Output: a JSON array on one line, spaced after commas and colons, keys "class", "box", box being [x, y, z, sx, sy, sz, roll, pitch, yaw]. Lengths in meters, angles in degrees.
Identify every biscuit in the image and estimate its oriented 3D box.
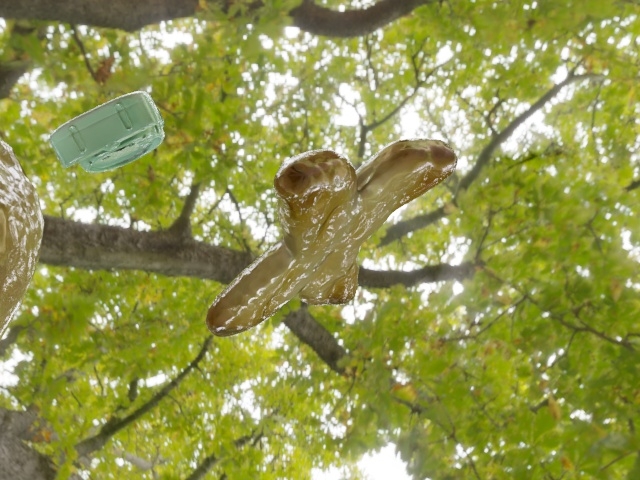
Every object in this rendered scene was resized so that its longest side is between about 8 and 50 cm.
[{"class": "biscuit", "box": [0.001, 0.000, 0.535, 0.164, 0.208, 0.047, -14, -120, -37]}]

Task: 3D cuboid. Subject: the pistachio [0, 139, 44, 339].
[{"class": "pistachio", "box": [-0.315, 0.038, 0.485, 0.162, 0.181, 0.293, 32, -118, -21]}]

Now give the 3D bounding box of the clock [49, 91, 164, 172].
[{"class": "clock", "box": [-0.316, -0.162, 1.036, 0.159, 0.211, 0.066, -26, -88, -1]}]
